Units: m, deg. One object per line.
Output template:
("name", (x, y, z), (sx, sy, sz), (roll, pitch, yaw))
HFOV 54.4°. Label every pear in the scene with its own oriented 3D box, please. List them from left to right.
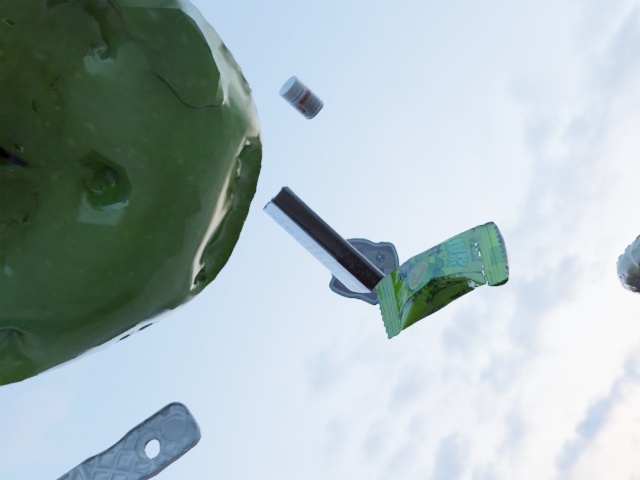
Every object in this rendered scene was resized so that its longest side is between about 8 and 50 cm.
("pear", (-0.198, -0.063, 0.461), (0.318, 0.238, 0.343), (18, -73, -42))

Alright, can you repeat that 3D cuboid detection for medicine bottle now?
("medicine bottle", (-0.041, -0.314, 1.377), (0.089, 0.057, 0.057), (38, -90, -28))

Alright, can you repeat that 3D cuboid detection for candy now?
("candy", (0.192, 0.063, 1.040), (0.246, 0.149, 0.069), (-35, -58, 27))

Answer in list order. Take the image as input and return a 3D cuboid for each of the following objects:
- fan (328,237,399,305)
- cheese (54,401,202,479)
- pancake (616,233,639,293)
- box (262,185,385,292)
("fan", (0.123, 0.063, 1.193), (0.009, 0.219, 0.132), (54, -129, -62))
("cheese", (-0.186, 0.184, 0.384), (0.251, 0.127, 0.054), (-34, -37, -16))
("pancake", (0.618, 0.022, 0.921), (0.356, 0.356, 0.065), (33, -129, -49))
("box", (0.000, 0.000, 0.848), (0.177, 0.115, 0.036), (42, -101, -7))
